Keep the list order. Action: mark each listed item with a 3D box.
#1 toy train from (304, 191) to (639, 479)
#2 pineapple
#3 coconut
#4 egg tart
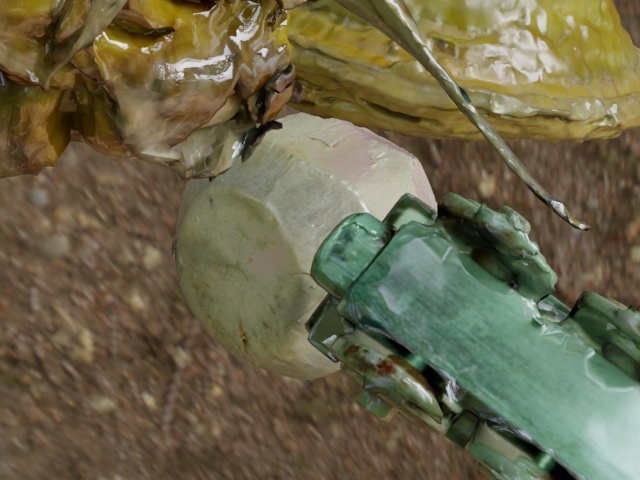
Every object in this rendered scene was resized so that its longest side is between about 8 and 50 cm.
[{"bbox_3d":[0.083,0.058,0.634,0.194,0.125,0.081,37,89,10],"label":"toy train"},{"bbox_3d":[-0.073,-0.152,0.405,0.158,0.161,0.334,-9,89,43],"label":"pineapple"},{"bbox_3d":[0.000,0.002,1.720,0.227,0.230,0.227,13,113,34],"label":"coconut"},{"bbox_3d":[0.090,-0.160,1.331,0.319,0.319,0.128,16,112,14],"label":"egg tart"}]
